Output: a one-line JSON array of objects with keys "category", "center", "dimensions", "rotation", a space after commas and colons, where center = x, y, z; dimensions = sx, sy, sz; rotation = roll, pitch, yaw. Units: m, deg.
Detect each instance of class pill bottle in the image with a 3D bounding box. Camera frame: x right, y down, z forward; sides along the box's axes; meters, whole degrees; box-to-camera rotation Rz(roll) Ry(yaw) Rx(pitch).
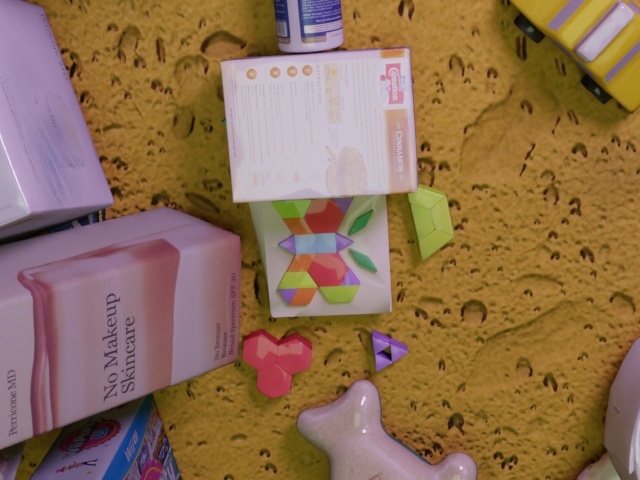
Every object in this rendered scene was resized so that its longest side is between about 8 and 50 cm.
[{"category": "pill bottle", "center": [-0.014, -0.250, 1.139], "dimensions": [0.067, 0.067, 0.120], "rotation": [-3, 108, 6]}]

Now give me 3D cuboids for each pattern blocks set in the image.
[{"category": "pattern blocks set", "center": [0.000, 0.000, 1.241], "dimensions": [0.286, 0.026, 0.324], "rotation": [-17, 105, 10]}]

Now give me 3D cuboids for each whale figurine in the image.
[{"category": "whale figurine", "center": [0.081, 0.292, 1.291], "dimensions": [0.216, 0.141, 0.272], "rotation": [-33, 78, 14]}]

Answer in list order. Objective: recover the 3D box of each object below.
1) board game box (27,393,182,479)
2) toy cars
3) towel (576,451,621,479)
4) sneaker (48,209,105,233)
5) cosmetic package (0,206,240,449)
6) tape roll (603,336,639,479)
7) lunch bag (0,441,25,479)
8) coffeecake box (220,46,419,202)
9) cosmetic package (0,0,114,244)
[{"category": "board game box", "center": [-0.210, 0.348, 1.268], "dimensions": [0.098, 0.224, 0.303], "rotation": [-14, 107, 10]}, {"category": "toy cars", "center": [0.256, -0.304, 1.087], "dimensions": [0.177, 0.087, 0.393], "rotation": [-6, 107, 7]}, {"category": "towel", "center": [0.335, 0.438, 1.340], "dimensions": [0.317, 0.053, 0.332], "rotation": [41, 106, -9]}, {"category": "sneaker", "center": [-0.265, -0.011, 1.248], "dimensions": [0.059, 0.053, 0.144], "rotation": [1, 100, 4]}, {"category": "cosmetic package", "center": [-0.228, 0.076, 1.138], "dimensions": [0.129, 0.296, 0.153], "rotation": [20, 117, 40]}, {"category": "tape roll", "center": [0.446, 0.196, 1.199], "dimensions": [0.286, 0.100, 0.286], "rotation": [-1, 100, -3]}, {"category": "lunch bag", "center": [-0.422, 0.229, 1.107], "dimensions": [0.235, 0.287, 0.169], "rotation": [24, 111, -14]}, {"category": "coffeecake box", "center": [0.002, -0.117, 1.157], "dimensions": [0.186, 0.068, 0.142], "rotation": [-3, 102, 6]}, {"category": "cosmetic package", "center": [-0.327, -0.112, 1.106], "dimensions": [0.138, 0.225, 0.224], "rotation": [-20, 91, 9]}]
